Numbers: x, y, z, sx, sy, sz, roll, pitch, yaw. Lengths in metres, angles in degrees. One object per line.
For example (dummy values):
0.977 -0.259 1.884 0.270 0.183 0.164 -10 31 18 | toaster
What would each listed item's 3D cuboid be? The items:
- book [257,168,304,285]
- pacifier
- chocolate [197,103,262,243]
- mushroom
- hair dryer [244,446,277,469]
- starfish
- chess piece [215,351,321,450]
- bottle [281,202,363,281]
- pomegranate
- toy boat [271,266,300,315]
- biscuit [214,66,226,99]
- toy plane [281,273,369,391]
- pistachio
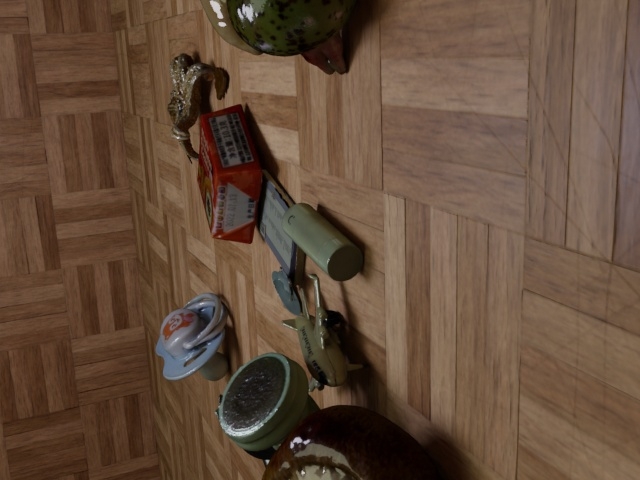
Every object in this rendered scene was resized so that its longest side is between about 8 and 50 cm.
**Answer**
-0.084 -0.032 1.552 0.231 0.026 0.158 -127 33 -49 | book
-0.337 0.306 2.092 0.233 0.244 0.299 58 175 -31 | pacifier
-0.211 -0.149 1.667 0.235 0.107 0.238 105 155 -46 | chocolate
0.035 0.433 1.087 0.345 0.259 0.346 17 119 33 | mushroom
-0.077 0.511 1.683 0.284 0.155 0.320 47 157 21 | hair dryer
-0.356 -0.349 1.966 0.312 0.112 0.303 -117 31 -56 | starfish
-0.027 0.341 1.305 0.298 0.176 0.175 45 176 -31 | chess piece
0.000 0.000 1.303 0.201 0.072 0.072 -137 44 -56 | bottle
-0.027 -0.357 1.136 0.248 0.214 0.214 51 179 -39 | pomegranate
-0.078 0.092 1.508 0.105 0.034 0.149 53 170 40 | toy boat
-0.243 -0.391 1.798 0.092 0.016 0.082 170 96 -66 | biscuit
-0.001 0.191 1.333 0.256 0.104 0.242 -141 49 -57 | toy plane
-0.149 -0.489 1.371 0.181 0.162 0.293 42 -148 -78 | pistachio
